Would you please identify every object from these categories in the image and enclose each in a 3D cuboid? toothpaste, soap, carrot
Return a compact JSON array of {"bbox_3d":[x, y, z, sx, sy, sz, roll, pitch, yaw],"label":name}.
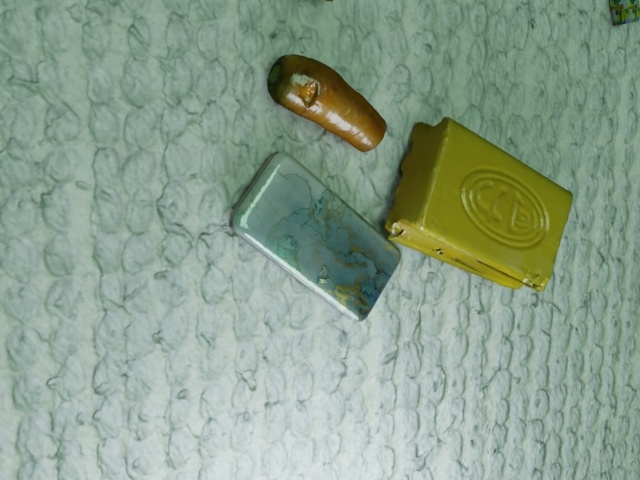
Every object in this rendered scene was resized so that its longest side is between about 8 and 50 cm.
[{"bbox_3d":[0.567,-0.490,1.272,0.034,0.046,0.164,-23,107,-21],"label":"toothpaste"},{"bbox_3d":[0.275,-0.049,1.134,0.324,0.096,0.204,22,80,-29],"label":"soap"},{"bbox_3d":[0.014,-0.204,0.989,0.193,0.087,0.087,22,86,-31],"label":"carrot"}]

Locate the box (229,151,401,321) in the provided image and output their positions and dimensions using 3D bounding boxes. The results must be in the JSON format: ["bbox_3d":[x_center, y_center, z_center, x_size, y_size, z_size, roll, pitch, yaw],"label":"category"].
[{"bbox_3d":[0.000,0.000,1.032,0.285,0.044,0.142,39,74,-28],"label":"box"}]
